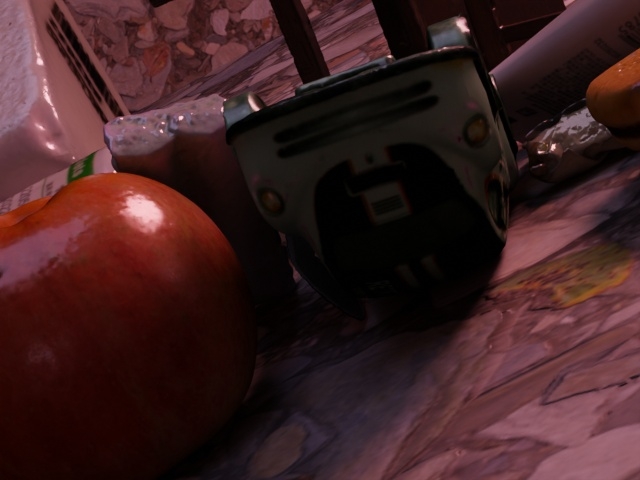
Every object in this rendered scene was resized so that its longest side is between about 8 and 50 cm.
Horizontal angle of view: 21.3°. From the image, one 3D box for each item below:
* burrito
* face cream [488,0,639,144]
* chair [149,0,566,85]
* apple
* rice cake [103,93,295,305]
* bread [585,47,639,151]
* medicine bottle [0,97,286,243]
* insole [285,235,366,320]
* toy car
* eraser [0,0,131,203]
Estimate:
[{"bbox_3d":[0.207,-0.087,1.024,0.185,0.041,0.045,-27,53,9],"label":"burrito"},{"bbox_3d":[0.189,-0.132,1.042,0.244,0.092,0.058,-39,47,37],"label":"face cream"},{"bbox_3d":[0.116,-0.196,1.268,0.416,0.203,0.240,-10,17,39],"label":"chair"},{"bbox_3d":[-0.138,0.052,0.939,0.209,0.164,0.209,-25,11,5],"label":"apple"},{"bbox_3d":[-0.071,-0.014,1.056,0.085,0.040,0.226,-23,-31,-4],"label":"rice cake"},{"bbox_3d":[0.242,-0.105,0.917,0.200,0.077,0.116,-31,13,1],"label":"bread"},{"bbox_3d":[-0.144,-0.002,1.256,0.237,0.139,0.139,-28,11,12],"label":"medicine bottle"},{"bbox_3d":[0.000,0.000,1.061,0.003,0.080,0.232,-48,11,11],"label":"insole"},{"bbox_3d":[0.046,-0.032,0.960,0.136,0.125,0.306,-19,-9,8],"label":"toy car"},{"bbox_3d":[-0.243,-0.078,1.494,0.150,0.331,0.331,-26,11,4],"label":"eraser"}]
